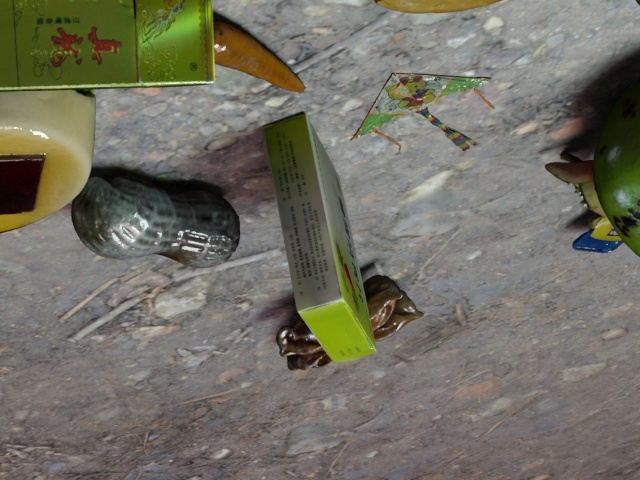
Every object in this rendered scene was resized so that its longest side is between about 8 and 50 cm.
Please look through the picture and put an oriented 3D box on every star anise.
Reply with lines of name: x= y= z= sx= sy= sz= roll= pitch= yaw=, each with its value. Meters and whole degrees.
star anise: x=0.038 y=0.115 z=2.505 sx=0.220 sy=0.099 sz=0.214 roll=-21 pitch=166 yaw=0

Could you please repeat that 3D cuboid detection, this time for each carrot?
carrot: x=-0.071 y=-0.202 z=1.917 sx=0.048 sy=0.048 sz=0.216 roll=-28 pitch=155 yaw=23

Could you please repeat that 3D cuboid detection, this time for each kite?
kite: x=0.135 y=-0.156 z=2.138 sx=0.198 sy=0.006 sz=0.244 roll=-25 pitch=151 yaw=17

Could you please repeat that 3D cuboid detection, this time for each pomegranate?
pomegranate: x=0.449 y=-0.076 z=2.174 sx=0.323 sy=0.291 sz=0.291 roll=-15 pitch=154 yaw=19

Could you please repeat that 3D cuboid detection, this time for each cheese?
cheese: x=0.469 y=-0.058 z=2.420 sx=0.177 sy=0.069 sz=0.270 roll=5 pitch=146 yaw=-34

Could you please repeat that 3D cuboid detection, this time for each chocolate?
chocolate: x=-0.202 y=-0.020 z=2.112 sx=0.248 sy=0.110 sz=0.110 roll=10 pitch=143 yaw=-35

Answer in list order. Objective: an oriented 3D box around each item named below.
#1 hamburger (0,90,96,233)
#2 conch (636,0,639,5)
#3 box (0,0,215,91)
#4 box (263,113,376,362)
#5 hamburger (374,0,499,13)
hamburger: x=-0.370 y=-0.126 z=1.767 sx=0.302 sy=0.170 sz=0.302 roll=-9 pitch=155 yaw=-4
conch: x=0.436 y=-0.308 z=1.886 sx=0.181 sy=0.124 sz=0.187 roll=-33 pitch=140 yaw=25
box: x=-0.257 y=-0.231 z=1.635 sx=0.311 sy=0.173 sz=0.043 roll=-3 pitch=-177 yaw=-21
box: x=-0.001 y=-0.001 z=2.082 sx=0.062 sy=0.260 sz=0.175 roll=-16 pitch=152 yaw=8
hamburger: x=0.145 y=-0.341 z=1.660 sx=0.259 sy=0.145 sz=0.283 roll=-14 pitch=147 yaw=3
